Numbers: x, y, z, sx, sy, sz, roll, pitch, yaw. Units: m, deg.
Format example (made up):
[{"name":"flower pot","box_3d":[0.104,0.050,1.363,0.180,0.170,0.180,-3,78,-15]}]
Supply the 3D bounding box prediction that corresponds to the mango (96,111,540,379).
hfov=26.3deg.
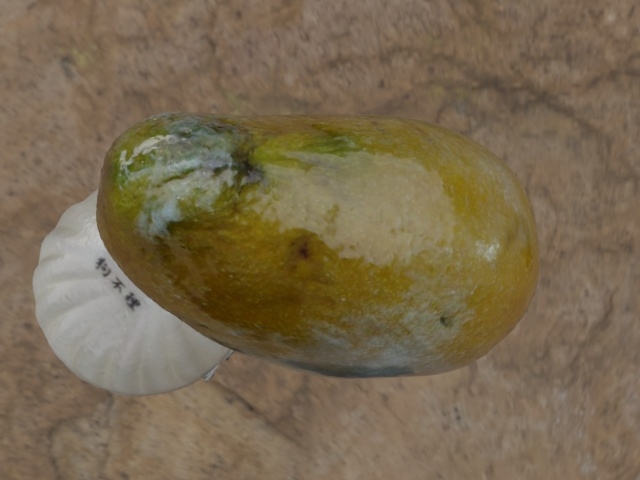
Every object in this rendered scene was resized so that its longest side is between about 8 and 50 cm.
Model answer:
[{"name":"mango","box_3d":[0.000,0.000,0.759,0.192,0.316,0.146,-18,70,36]}]

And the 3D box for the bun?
[{"name":"bun","box_3d":[-0.208,0.046,1.576,0.263,0.175,0.263,1,77,-3]}]
